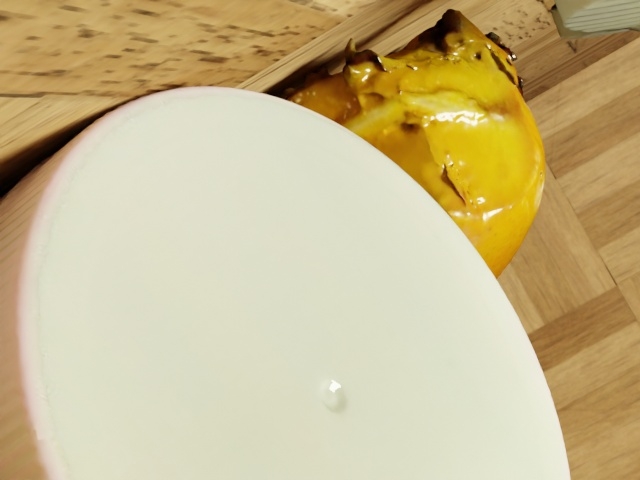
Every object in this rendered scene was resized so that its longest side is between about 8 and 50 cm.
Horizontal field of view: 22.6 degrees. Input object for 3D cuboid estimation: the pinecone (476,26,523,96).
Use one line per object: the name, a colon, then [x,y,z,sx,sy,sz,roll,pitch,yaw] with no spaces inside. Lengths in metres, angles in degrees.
pinecone: [0.069,-0.078,0.862,0.083,0.077,0.077,-46,179,-1]

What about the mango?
mango: [0.000,0.000,0.781,0.153,0.126,0.252,1,151,-44]

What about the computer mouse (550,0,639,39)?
computer mouse: [0.194,-0.149,0.633,0.236,0.082,0.145,-31,179,6]

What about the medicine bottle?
medicine bottle: [-0.071,0.104,0.622,0.241,0.253,0.252,-33,177,40]
